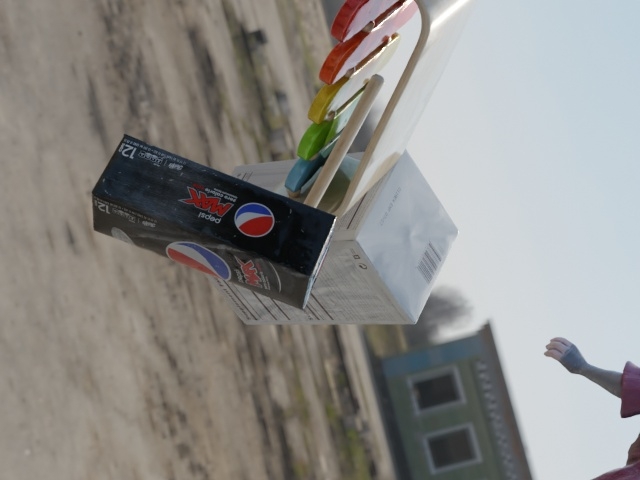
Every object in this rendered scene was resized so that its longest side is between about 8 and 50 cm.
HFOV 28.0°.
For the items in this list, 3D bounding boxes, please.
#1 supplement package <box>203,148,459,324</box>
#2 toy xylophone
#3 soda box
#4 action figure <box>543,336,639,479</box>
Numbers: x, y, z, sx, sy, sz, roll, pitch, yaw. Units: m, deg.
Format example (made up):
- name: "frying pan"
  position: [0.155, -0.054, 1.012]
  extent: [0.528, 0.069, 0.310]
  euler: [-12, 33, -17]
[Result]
- name: "supplement package"
  position: [0.000, 0.000, 1.398]
  extent: [0.134, 0.244, 0.139]
  euler: [54, 51, -33]
- name: "toy xylophone"
  position: [0.038, -0.132, 1.136]
  extent: [0.236, 0.081, 0.323]
  euler: [-42, 162, -55]
- name: "soda box"
  position: [-0.078, -0.012, 0.928]
  extent: [0.053, 0.168, 0.060]
  euler: [103, 9, -59]
- name: "action figure"
  position: [0.378, 0.246, 1.385]
  extent: [0.248, 0.370, 0.275]
  euler: [39, -21, -30]
